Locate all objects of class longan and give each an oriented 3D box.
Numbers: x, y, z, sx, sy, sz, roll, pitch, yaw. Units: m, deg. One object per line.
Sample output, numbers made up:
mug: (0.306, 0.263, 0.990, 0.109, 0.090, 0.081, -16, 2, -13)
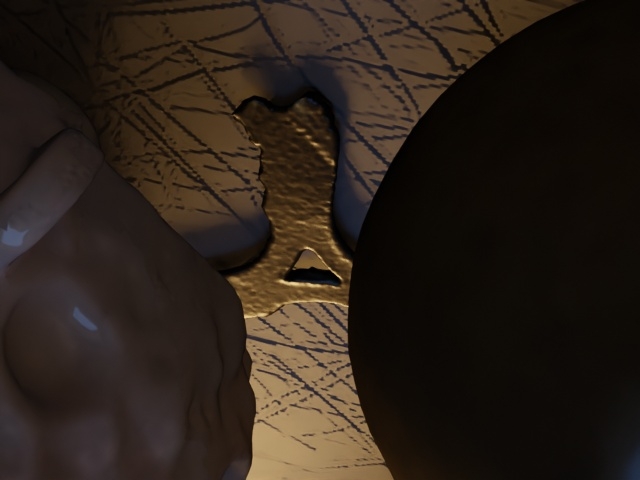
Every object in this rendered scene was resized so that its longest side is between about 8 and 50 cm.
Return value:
longan: (0.139, 0.027, 0.631, 0.258, 0.258, 0.258, 8, 142, 6)

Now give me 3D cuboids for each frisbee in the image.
frisbee: (0.000, 0.000, 0.809, 0.211, 0.012, 0.187, 6, 140, 9)

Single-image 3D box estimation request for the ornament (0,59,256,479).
ornament: (-0.198, 0.058, 0.661, 0.337, 0.337, 0.337, 8, 142, 6)
